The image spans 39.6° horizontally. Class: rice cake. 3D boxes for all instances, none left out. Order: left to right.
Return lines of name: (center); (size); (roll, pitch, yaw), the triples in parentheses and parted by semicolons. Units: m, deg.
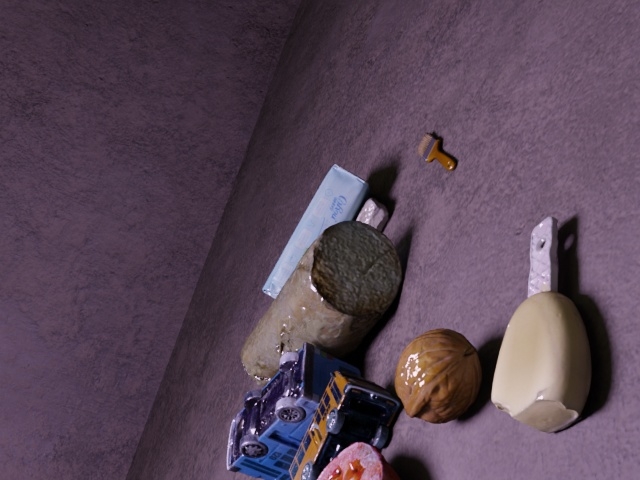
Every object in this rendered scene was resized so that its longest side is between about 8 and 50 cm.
rice cake: (0.047, 0.042, 1.587); (0.256, 0.052, 0.057); (-62, 13, 15)

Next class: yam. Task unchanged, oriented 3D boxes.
yam: (-0.001, 0.120, 1.435); (0.304, 0.168, 0.168); (-54, 20, 39)

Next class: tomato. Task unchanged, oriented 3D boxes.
tomato: (0.040, 0.360, 1.096); (0.225, 0.085, 0.225); (-55, 11, 17)

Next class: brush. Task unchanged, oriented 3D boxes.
brush: (0.190, -0.140, 1.444); (0.043, 0.014, 0.170); (-65, 16, 14)

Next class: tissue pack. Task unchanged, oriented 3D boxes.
tissue pack: (0.000, 0.000, 1.633); (0.263, 0.089, 0.177); (-59, -6, 0)

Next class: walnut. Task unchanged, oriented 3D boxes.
walnut: (0.138, 0.162, 1.047); (0.105, 0.105, 0.124); (-84, 19, -46)

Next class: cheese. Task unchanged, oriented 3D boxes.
cheese: (0.232, 0.082, 0.935); (0.127, 0.050, 0.255); (-51, 21, 49)

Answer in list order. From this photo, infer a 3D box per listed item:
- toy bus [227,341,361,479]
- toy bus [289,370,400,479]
toy bus: (-0.043, 0.282, 1.397); (0.234, 0.133, 0.116); (-49, 26, 35)
toy bus: (0.031, 0.276, 1.244); (0.182, 0.091, 0.103); (-66, 16, 9)
